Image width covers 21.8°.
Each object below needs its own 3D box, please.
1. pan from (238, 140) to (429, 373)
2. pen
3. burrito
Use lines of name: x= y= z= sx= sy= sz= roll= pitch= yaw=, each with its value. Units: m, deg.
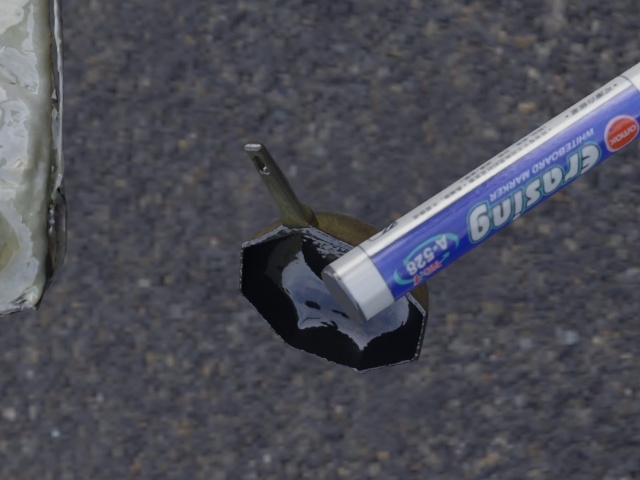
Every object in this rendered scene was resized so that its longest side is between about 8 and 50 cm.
pan: x=0.016 y=0.005 z=1.046 sx=0.128 sy=0.048 sz=0.202 roll=18 pitch=145 yaw=8
pen: x=0.091 y=-0.035 z=0.593 sx=0.204 sy=0.025 sz=0.025 roll=-33 pitch=64 yaw=-5
burrito: x=-0.113 y=-0.070 z=0.548 sx=0.063 sy=0.058 sz=0.229 roll=0 pitch=73 yaw=-2
